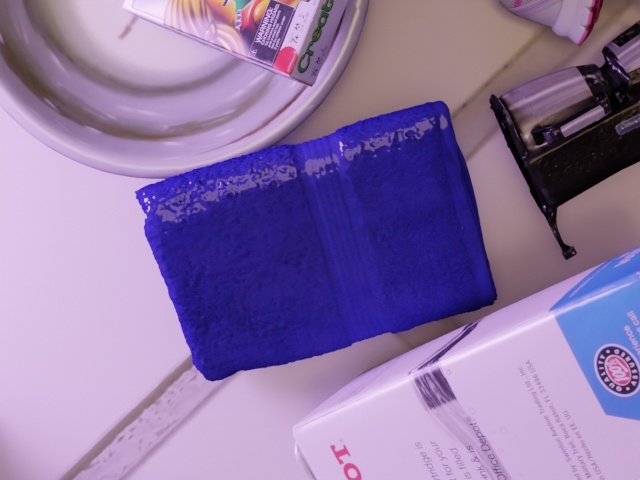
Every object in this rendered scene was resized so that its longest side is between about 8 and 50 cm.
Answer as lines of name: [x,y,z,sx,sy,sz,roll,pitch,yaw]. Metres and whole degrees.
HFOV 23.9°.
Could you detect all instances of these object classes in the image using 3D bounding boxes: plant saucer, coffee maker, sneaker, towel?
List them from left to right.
plant saucer: [-0.150,-0.259,1.451,0.400,0.100,0.400,0,93,3]
towel: [0.000,0.000,1.449,0.308,0.076,0.227,-16,117,1]
sneaker: [0.221,-0.314,1.416,0.111,0.103,0.252,12,107,14]
coffee maker: [0.274,-0.105,1.448,0.178,0.120,0.171,-26,128,5]

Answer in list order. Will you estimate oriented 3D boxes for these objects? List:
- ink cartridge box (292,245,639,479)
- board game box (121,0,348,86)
ink cartridge box: [0.213,0.200,1.353,0.395,0.166,0.285,-28,92,35]
board game box: [-0.036,-0.311,1.330,0.193,0.053,0.305,24,95,27]
